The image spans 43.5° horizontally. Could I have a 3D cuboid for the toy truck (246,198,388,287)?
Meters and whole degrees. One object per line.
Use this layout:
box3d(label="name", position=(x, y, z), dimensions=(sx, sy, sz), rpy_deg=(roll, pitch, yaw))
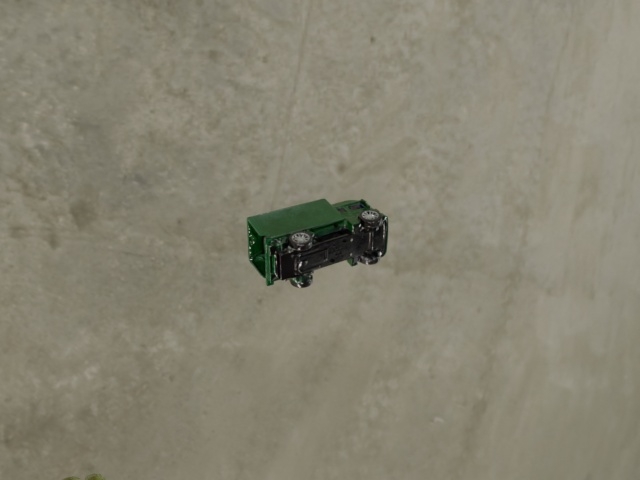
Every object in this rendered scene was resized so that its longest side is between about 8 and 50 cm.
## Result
box3d(label="toy truck", position=(0.000, 0.000, 0.897), dimensions=(0.147, 0.079, 0.065), rpy_deg=(-15, 127, -22))

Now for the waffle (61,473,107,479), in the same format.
box3d(label="waffle", position=(-0.141, 0.245, 0.553), dimensions=(0.036, 0.183, 0.169), rpy_deg=(-48, 173, 18))
